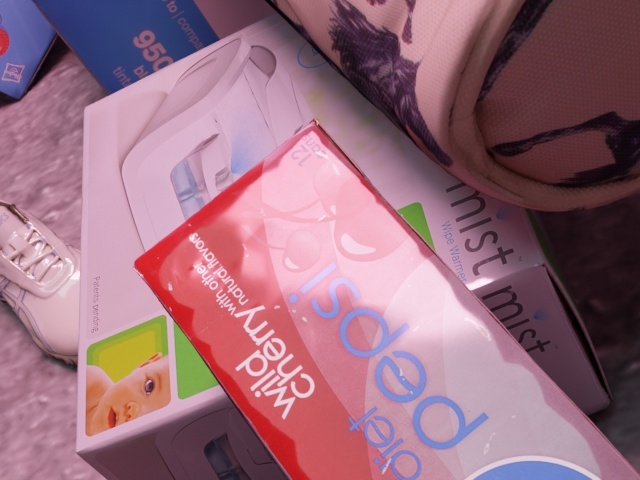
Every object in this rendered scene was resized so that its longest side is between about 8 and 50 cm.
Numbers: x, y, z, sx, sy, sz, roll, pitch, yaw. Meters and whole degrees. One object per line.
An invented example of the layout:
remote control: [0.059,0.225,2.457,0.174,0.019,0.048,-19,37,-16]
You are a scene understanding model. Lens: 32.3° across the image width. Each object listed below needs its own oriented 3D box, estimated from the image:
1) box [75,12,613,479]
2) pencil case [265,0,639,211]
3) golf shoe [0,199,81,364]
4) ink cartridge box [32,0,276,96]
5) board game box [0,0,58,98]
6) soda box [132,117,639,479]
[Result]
box: [0.000,0.000,0.601,0.231,0.127,0.262,-23,44,13]
pencil case: [0.042,-0.173,0.520,0.183,0.160,0.410,-42,44,5]
golf shoe: [-0.188,0.019,0.719,0.176,0.086,0.069,24,66,40]
ink cartridge box: [-0.040,-0.306,0.852,0.395,0.166,0.285,-31,45,5]
board game box: [-0.411,-0.265,0.929,0.302,0.308,0.086,40,101,45]
soda box: [0.047,0.083,0.384,0.092,0.083,0.263,-39,61,-3]
